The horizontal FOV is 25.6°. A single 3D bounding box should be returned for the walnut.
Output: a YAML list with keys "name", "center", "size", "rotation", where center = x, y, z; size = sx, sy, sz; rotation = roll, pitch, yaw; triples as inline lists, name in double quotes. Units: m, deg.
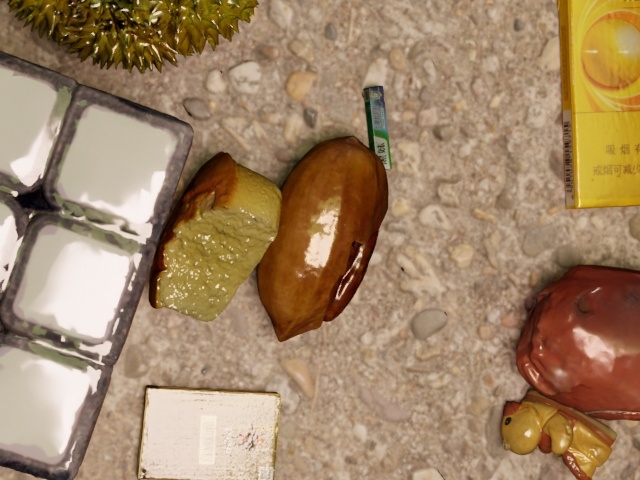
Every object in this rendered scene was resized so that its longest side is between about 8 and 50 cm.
- name: "walnut"
  center: [0.000, 0.000, 1.338]
  size: [0.116, 0.116, 0.207]
  rotation: [21, 87, -11]

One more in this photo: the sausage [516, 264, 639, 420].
- name: "sausage"
  center: [0.329, 0.105, 1.382]
  size: [0.280, 0.152, 0.152]
  rotation: [6, 89, -10]

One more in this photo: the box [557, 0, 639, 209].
- name: "box"
  center: [0.320, -0.168, 1.432]
  size: [0.152, 0.043, 0.269]
  rotation: [-3, 92, -11]

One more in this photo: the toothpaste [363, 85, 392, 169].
- name: "toothpaste"
  center: [0.056, -0.110, 1.392]
  size: [0.017, 0.020, 0.083]
  rotation: [-7, 92, -15]

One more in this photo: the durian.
- name: "durian"
  center: [-0.161, -0.284, 1.257]
  size: [0.291, 0.225, 0.291]
  rotation: [2, 95, 25]

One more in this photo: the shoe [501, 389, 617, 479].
- name: "shoe"
  center: [0.236, 0.195, 1.403]
  size: [0.109, 0.072, 0.069]
  rotation: [25, 81, -10]

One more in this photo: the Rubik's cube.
- name: "Rubik's cube"
  center: [-0.301, 0.000, 1.179]
  size: [0.301, 0.305, 0.303]
  rotation: [21, 85, -11]

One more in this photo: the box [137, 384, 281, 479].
- name: "box"
  center: [-0.107, 0.188, 1.360]
  size: [0.133, 0.023, 0.090]
  rotation: [4, 91, -11]

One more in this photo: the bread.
- name: "bread"
  center: [-0.102, -0.009, 1.310]
  size: [0.086, 0.125, 0.156]
  rotation: [25, 115, -18]
